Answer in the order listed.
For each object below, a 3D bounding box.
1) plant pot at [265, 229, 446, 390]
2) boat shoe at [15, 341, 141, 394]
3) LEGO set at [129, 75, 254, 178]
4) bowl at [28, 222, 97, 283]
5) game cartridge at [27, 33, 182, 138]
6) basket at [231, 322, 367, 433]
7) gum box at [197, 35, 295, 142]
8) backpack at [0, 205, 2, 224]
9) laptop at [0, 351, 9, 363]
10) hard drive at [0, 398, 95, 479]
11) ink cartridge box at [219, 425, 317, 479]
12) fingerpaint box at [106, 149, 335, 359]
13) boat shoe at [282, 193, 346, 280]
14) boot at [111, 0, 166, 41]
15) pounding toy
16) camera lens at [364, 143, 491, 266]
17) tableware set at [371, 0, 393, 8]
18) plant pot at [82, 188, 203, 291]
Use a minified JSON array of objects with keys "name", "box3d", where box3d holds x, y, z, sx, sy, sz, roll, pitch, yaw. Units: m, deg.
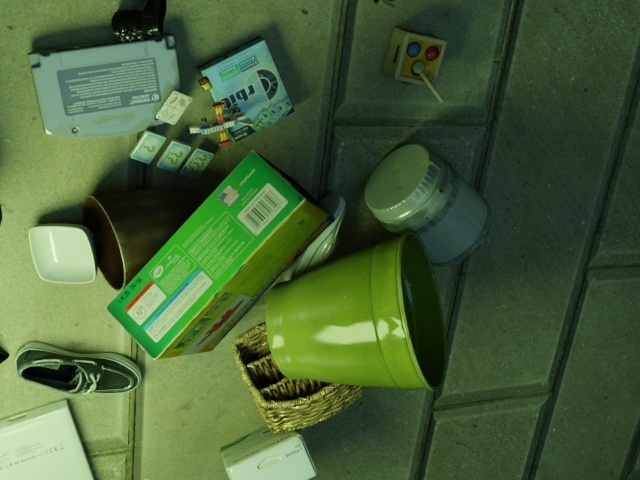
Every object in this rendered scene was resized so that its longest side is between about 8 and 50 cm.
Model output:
[{"name":"plant pot","box3d":[0.074,0.188,1.895,0.353,0.366,0.366,-11,124,19]},{"name":"boat shoe","box3d":[-0.563,0.318,1.914,0.301,0.102,0.108,21,104,-30]},{"name":"LEGO set","box3d":[-0.269,-0.233,1.750,0.183,0.060,0.244,18,122,-41]},{"name":"bowl","box3d":[-0.555,0.022,1.781,0.142,0.053,0.142,2,116,10]},{"name":"game cartridge","box3d":[-0.438,-0.315,1.692,0.294,0.060,0.195,-12,115,-17]},{"name":"basket","box3d":[-0.046,0.323,2.071,0.299,0.213,0.223,-24,122,-11]},{"name":"gum box","box3d":[-0.163,-0.334,1.806,0.157,0.041,0.184,-28,123,-8]},{"name":"backpack","box3d":[-0.751,-0.042,1.565,0.213,0.263,0.276,34,97,-32]},{"name":"laptop","box3d":[-0.866,0.253,1.770,0.234,0.136,0.264,-38,160,-3]},{"name":"hard drive","box3d":[-0.697,0.576,2.016,0.233,0.047,0.352,-17,119,-15]},{"name":"ink cartridge box","box3d":[-0.141,0.571,2.104,0.202,0.278,0.117,-23,91,-11]},{"name":"fingerpaint box","box3d":[-0.200,0.041,1.781,0.163,0.371,0.445,44,94,11]},{"name":"boat shoe","box3d":[0.000,0.000,2.017,0.084,0.095,0.258,20,116,-34]},{"name":"boot","box3d":[-0.367,-0.458,1.646,0.099,0.121,0.045,-2,154,8]},{"name":"pounding toy","box3d":[0.231,-0.410,1.901,0.130,0.100,0.141,5,112,-24]},{"name":"camera lens","box3d":[0.270,-0.081,2.007,0.274,0.219,0.219,38,96,-32]},{"name":"tableware set","box3d":[0.156,-0.602,1.822,0.104,0.024,0.154,16,108,-28]},{"name":"plant pot","box3d":[-0.371,-0.028,1.788,0.231,0.215,0.215,-21,122,-30]}]
